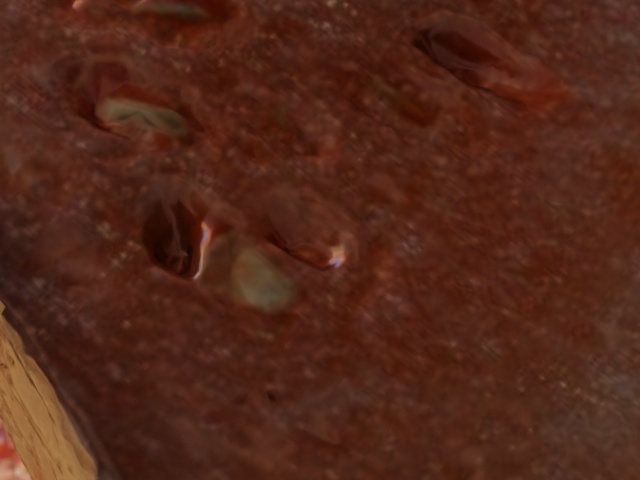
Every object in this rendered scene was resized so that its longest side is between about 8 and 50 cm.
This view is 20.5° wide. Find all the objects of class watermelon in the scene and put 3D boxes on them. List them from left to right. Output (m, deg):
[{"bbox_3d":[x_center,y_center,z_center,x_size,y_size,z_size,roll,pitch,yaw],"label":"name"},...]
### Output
[{"bbox_3d":[0.000,0.000,0.371,0.193,0.256,0.140,-40,-2,-19],"label":"watermelon"}]
